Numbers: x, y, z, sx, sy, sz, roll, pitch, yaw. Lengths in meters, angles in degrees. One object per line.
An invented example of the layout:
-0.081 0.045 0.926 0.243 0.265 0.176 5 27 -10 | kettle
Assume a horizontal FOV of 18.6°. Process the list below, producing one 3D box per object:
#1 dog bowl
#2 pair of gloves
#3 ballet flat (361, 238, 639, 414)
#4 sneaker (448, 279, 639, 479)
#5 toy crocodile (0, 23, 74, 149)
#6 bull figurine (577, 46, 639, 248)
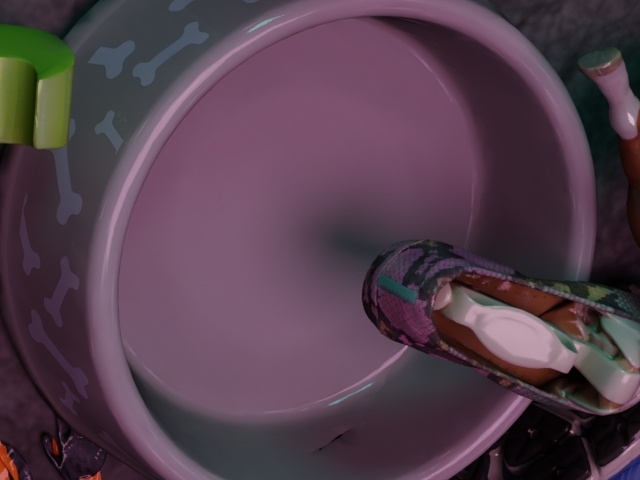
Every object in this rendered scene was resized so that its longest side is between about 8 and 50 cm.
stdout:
0.000 0.000 1.081 0.349 0.102 0.348 -9 111 -25 | dog bowl
-0.161 0.127 1.110 0.083 0.010 0.074 -17 114 -20 | pair of gloves
0.125 0.055 1.058 0.221 0.079 0.077 18 100 -31 | ballet flat
0.152 0.168 1.221 0.147 0.130 0.330 34 98 -41 | sneaker
-0.282 -0.093 0.920 0.340 0.105 0.115 13 102 -28 | toy crocodile
0.220 -0.056 1.088 0.101 0.310 0.188 -10 119 21 | bull figurine
